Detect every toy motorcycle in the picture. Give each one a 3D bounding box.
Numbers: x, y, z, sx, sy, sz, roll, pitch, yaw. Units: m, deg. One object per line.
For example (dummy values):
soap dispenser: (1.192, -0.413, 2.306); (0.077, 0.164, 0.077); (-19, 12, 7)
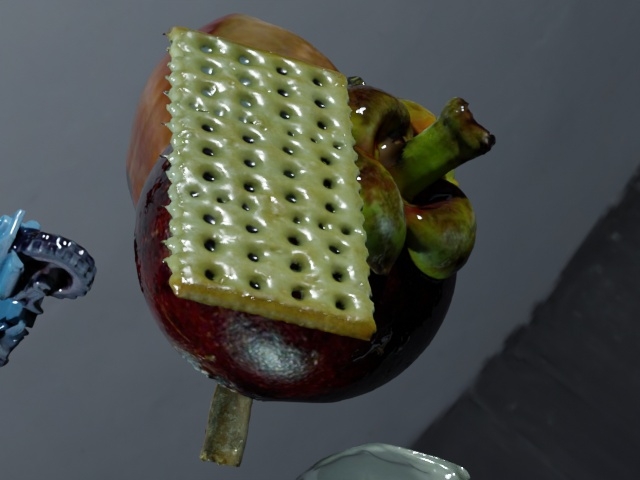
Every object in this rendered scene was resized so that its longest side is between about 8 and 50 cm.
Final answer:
toy motorcycle: (-0.509, 0.062, 1.938); (0.232, 0.416, 0.172); (34, 53, -27)

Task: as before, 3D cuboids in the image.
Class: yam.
yam: (-0.101, 0.168, 1.698); (0.061, 0.061, 0.252); (39, 58, -51)

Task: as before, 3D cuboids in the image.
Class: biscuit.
biscuit: (-0.035, -0.044, 0.845); (0.139, 0.231, 0.016); (14, 137, -20)

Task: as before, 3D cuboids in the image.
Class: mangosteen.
mangosteen: (-0.009, 0.003, 1.224); (0.330, 0.330, 0.330); (-25, 134, -29)

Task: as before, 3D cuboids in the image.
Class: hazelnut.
hazelnut: (-0.110, -0.128, 1.886); (0.366, 0.366, 0.365); (-25, 134, -29)

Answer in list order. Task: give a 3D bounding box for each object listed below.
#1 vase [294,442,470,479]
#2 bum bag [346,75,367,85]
vase: (0.028, 0.297, 1.078); (0.251, 0.301, 0.156); (-28, 101, 4)
bum bag: (0.000, -0.103, 1.480); (0.106, 0.060, 0.232); (-55, -174, 33)
